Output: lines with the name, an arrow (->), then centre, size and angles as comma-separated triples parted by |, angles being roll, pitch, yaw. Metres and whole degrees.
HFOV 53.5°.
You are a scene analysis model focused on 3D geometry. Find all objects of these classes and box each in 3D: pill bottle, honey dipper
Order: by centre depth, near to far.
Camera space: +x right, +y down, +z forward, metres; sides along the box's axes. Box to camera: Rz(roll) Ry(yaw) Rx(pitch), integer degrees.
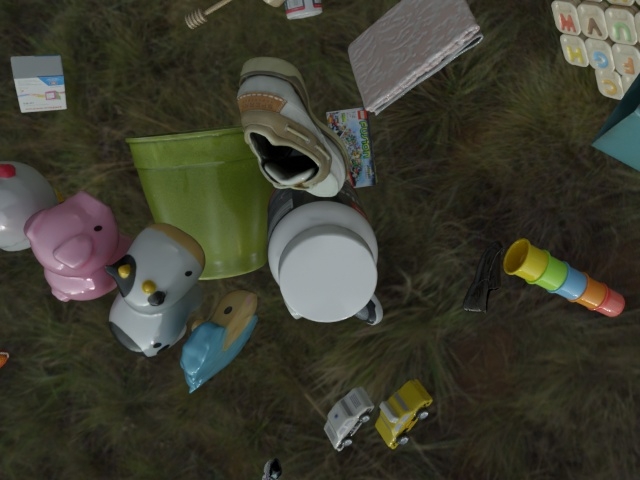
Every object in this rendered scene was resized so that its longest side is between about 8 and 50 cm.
pill bottle -> 0.000, 0.000, 1.254 | 0.210, 0.363, 0.210 | -2, 113, -5
honey dipper -> -0.196, -0.469, 1.257 | 0.160, 0.030, 0.030 | -23, 89, 20
pill bottle -> -0.061, -0.746, 1.846 | 0.108, 0.108, 0.180 | -3, 106, 25

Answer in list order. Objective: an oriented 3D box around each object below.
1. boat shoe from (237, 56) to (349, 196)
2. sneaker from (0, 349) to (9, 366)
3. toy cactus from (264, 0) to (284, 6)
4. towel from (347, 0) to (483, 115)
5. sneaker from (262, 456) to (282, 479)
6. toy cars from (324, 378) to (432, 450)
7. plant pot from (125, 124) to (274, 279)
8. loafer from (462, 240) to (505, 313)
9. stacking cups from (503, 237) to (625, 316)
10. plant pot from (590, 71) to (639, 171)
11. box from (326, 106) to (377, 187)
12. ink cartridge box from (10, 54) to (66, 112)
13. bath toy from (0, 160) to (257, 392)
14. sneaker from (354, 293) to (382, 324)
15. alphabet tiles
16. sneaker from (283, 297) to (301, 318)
boat shoe -> -0.040, -0.122, 0.887 | 0.113, 0.302, 0.103 | 1, 69, 22
sneaker -> -0.533, 0.207, 1.002 | 0.175, 0.064, 0.067 | -39, 43, 54
toy cactus -> -0.001, -0.312, 0.641 | 0.180, 0.219, 0.112 | -46, 39, 33
towel -> 0.223, -0.500, 1.588 | 0.332, 0.053, 0.317 | -33, 43, 24
sneaker -> -0.105, 0.520, 1.379 | 0.038, 0.098, 0.069 | 12, 144, -16
toy cars -> 0.133, 0.482, 1.753 | 0.393, 0.087, 0.176 | -21, 58, 44
plant pot -> -0.267, -0.098, 1.575 | 0.366, 0.366, 0.353 | -1, 103, 25
loafer -> 0.474, 0.108, 1.779 | 0.078, 0.080, 0.220 | 23, 95, 27
stacking cups -> 0.605, 0.095, 1.561 | 0.316, 0.096, 0.096 | 23, 111, -16
plant pot -> 0.541, -0.154, 0.865 | 0.234, 0.166, 0.165 | 35, 87, 8
box -> 0.084, -0.245, 1.692 | 0.114, 0.036, 0.207 | -6, 96, 11
ink cartridge box -> -0.547, -0.304, 1.240 | 0.122, 0.088, 0.052 | 134, 124, -64
bath toy -> -0.235, 0.020, 0.646 | 0.348, 0.129, 0.151 | 29, 110, 12
sneaker -> 0.028, 0.151, 1.680 | 0.268, 0.153, 0.101 | 39, 134, 25
alphabet tiles -> 0.516, -0.335, 1.070 | 0.021, 0.278, 0.284 | -42, 39, -8
sneaker -> -0.016, 0.135, 1.949 | 0.150, 0.366, 0.135 | -24, 103, 8
